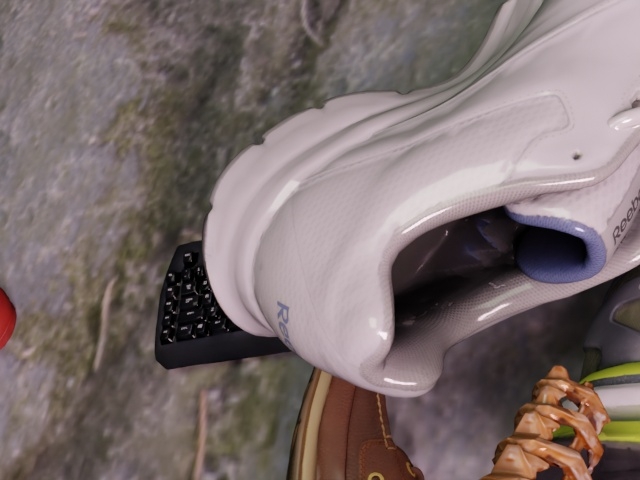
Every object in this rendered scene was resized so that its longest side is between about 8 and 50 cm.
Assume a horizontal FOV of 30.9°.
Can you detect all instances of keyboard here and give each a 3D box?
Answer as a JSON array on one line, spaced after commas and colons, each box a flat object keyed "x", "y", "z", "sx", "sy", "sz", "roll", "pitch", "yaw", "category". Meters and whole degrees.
[{"x": 0.000, "y": 0.000, "z": 0.547, "sx": 0.192, "sy": 0.038, "sz": 0.100, "roll": -12, "pitch": 53, "yaw": 25, "category": "keyboard"}]

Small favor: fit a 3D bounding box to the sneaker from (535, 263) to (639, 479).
[{"x": 0.213, "y": 0.032, "z": 0.344, "sx": 0.300, "sy": 0.111, "sz": 0.121, "roll": -3, "pitch": 52, "yaw": 28, "category": "sneaker"}]

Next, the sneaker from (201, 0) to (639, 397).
[{"x": 0.100, "y": -0.042, "z": 0.437, "sx": 0.297, "sy": 0.111, "sz": 0.129, "roll": -40, "pitch": 33, "yaw": -6, "category": "sneaker"}]

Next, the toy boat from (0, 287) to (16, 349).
[{"x": -0.326, "y": 0.082, "z": 0.622, "sx": 0.318, "sy": 0.148, "sz": 0.267, "roll": -34, "pitch": 47, "yaw": 8, "category": "toy boat"}]

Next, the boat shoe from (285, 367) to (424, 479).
[{"x": 0.014, "y": 0.111, "z": 0.452, "sx": 0.060, "sy": 0.064, "sz": 0.178, "roll": 9, "pitch": 49, "yaw": -1, "category": "boat shoe"}]

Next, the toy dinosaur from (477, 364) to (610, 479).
[{"x": 0.034, "y": 0.192, "z": 0.265, "sx": 0.164, "sy": 0.218, "sz": 0.322, "roll": 24, "pitch": 74, "yaw": 42, "category": "toy dinosaur"}]
